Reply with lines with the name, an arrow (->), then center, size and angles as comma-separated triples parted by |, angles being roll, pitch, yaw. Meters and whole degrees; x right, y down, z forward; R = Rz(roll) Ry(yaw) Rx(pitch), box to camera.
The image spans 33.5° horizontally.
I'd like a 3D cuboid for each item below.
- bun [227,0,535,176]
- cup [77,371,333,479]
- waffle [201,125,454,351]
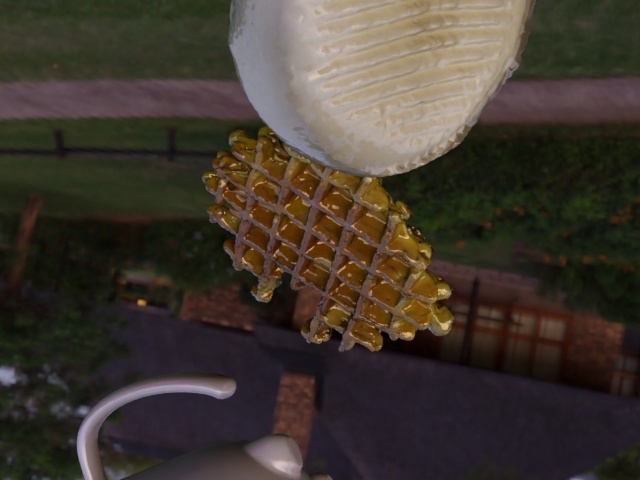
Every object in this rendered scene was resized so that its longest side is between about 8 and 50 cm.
bun -> 0.037, -0.189, 0.788 | 0.146, 0.287, 0.287 | 20, 180, 40
cup -> -0.067, 0.178, 0.678 | 0.142, 0.173, 0.134 | -26, 150, 12
waffle -> 0.000, 0.000, 0.936 | 0.228, 0.051, 0.232 | 0, 125, 44
